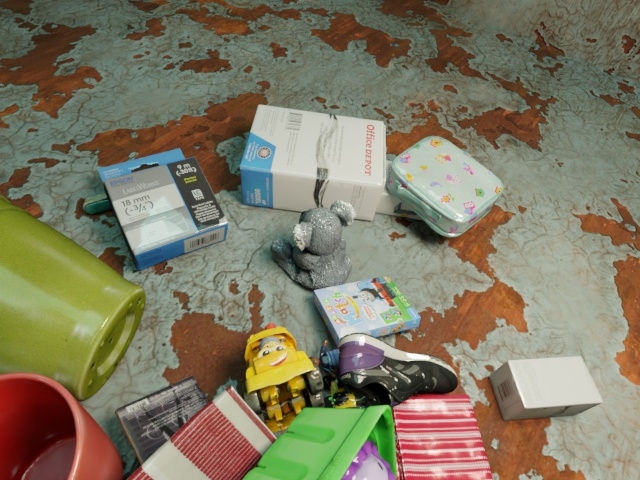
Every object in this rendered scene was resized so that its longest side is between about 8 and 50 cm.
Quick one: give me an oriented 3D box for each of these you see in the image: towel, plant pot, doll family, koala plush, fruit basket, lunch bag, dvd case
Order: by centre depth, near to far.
[{"bbox_3d":[0.058,0.461,0.607,0.392,0.283,0.392,-7,19,2],"label":"fruit basket"},{"bbox_3d":[-0.460,0.382,0.668,0.274,0.243,0.275,-2,52,2],"label":"plant pot"},{"bbox_3d":[-0.216,0.420,0.680,0.329,0.237,0.037,-41,33,-22],"label":"towel"},{"bbox_3d":[-0.267,0.383,0.811,0.164,0.018,0.221,-13,51,-46],"label":"dvd case"},{"bbox_3d":[-0.562,0.138,0.821,0.353,0.366,0.366,24,53,-4],"label":"plant pot"},{"bbox_3d":[0.244,0.440,0.842,0.198,0.031,0.275,4,46,-8],"label":"towel"},{"bbox_3d":[0.041,0.312,0.912,0.111,0.076,0.193,-12,50,-11],"label":"doll family"},{"bbox_3d":[0.000,0.000,1.046,0.196,0.221,0.203,-26,60,-25],"label":"koala plush"},{"bbox_3d":[0.328,-0.151,1.160,0.224,0.108,0.279,-37,66,-20],"label":"lunch bag"}]

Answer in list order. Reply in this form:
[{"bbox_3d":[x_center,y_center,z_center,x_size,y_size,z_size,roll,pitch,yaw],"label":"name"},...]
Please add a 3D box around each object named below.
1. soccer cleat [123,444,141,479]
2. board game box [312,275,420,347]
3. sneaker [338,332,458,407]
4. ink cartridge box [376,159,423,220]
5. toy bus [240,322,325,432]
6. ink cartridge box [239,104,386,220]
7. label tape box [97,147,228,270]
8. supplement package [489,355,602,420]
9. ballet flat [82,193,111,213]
[{"bbox_3d":[-0.320,0.453,0.769,0.072,0.060,0.179,-13,48,-5],"label":"soccer cleat"},{"bbox_3d":[0.108,0.164,1.015,0.211,0.039,0.160,-10,39,-20],"label":"board game box"},{"bbox_3d":[0.162,0.301,0.880,0.283,0.107,0.124,20,44,-14],"label":"sneaker"},{"bbox_3d":[0.277,-0.151,1.279,0.212,0.093,0.154,10,52,-2],"label":"ink cartridge box"},{"bbox_3d":[-0.091,0.252,0.853,0.149,0.220,0.211,-14,50,-11],"label":"toy bus"},{"bbox_3d":[-0.015,-0.234,1.257,0.394,0.166,0.285,8,53,0],"label":"ink cartridge box"},{"bbox_3d":[-0.425,-0.120,1.111,0.240,0.106,0.334,-22,72,-25],"label":"label tape box"},{"bbox_3d":[0.493,0.328,0.933,0.179,0.105,0.105,-1,53,-7],"label":"supplement package"},{"bbox_3d":[-0.571,-0.118,1.170,0.168,0.057,0.052,-13,46,-17],"label":"ballet flat"}]
